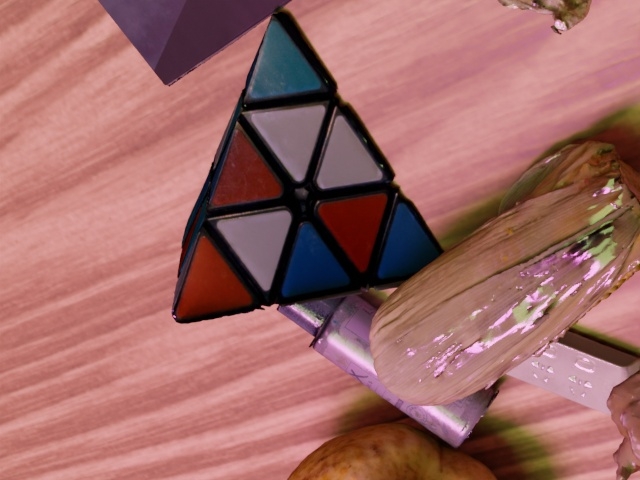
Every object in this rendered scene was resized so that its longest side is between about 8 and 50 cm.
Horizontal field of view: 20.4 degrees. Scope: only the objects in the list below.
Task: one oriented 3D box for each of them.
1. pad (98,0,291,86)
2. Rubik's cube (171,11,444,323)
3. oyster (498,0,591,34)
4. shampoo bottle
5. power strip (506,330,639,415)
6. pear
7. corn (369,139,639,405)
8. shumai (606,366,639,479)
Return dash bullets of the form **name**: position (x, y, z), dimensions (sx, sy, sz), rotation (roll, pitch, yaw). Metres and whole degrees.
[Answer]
- **pad**: position (-0.112, -0.245, 1.534), dimensions (0.243, 0.004, 0.164), rotation (-28, 104, 43)
- **Rubik's cube**: position (0.000, 0.000, 1.599), dimensions (0.234, 0.284, 0.250), rotation (19, 161, -8)
- **oyster**: position (0.121, -0.240, 1.368), dimensions (0.200, 0.061, 0.106), rotation (53, 151, -8)
- **shampoo bottle**: position (0.058, 0.107, 1.644), dimensions (0.214, 0.072, 0.072), rotation (34, 134, 6)
- **power strip**: position (0.189, 0.097, 1.579), dimensions (0.252, 0.027, 0.060), rotation (21, 131, 18)
- **pear**: position (0.068, 0.302, 1.675), dimensions (0.271, 0.271, 0.271), rotation (17, 130, 21)
- **corn**: position (0.161, 0.032, 1.466), dimensions (0.122, 0.123, 0.305), rotation (49, 124, 1)
- **shumai**: position (0.356, 0.105, 1.404), dimensions (0.262, 0.267, 0.314), rotation (165, 94, -71)
